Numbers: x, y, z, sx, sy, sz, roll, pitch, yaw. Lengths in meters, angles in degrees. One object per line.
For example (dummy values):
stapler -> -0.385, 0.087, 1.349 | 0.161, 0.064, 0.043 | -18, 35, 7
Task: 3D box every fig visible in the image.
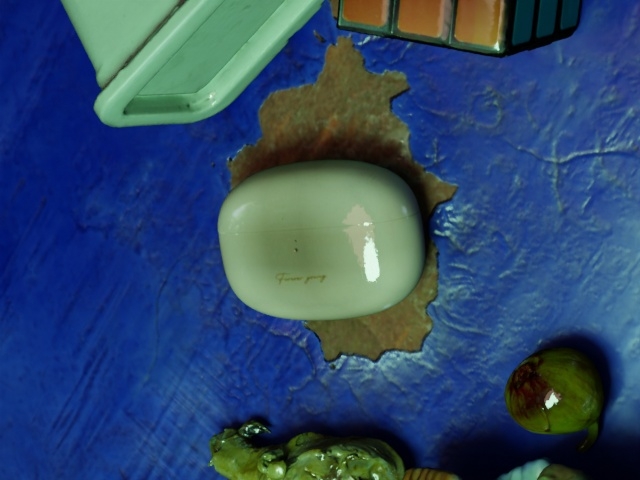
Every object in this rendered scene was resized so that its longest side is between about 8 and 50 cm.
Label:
fig -> 0.212, 0.137, 1.723 | 0.098, 0.082, 0.084 | 29, 104, -22

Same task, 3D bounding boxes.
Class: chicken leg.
chicken leg -> -0.026, 0.215, 1.855 | 0.228, 0.103, 0.088 | 7, 120, 32

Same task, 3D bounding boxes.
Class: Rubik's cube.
Rubik's cube -> 0.119, -0.247, 1.628 | 0.163, 0.162, 0.160 | 13, 108, 28

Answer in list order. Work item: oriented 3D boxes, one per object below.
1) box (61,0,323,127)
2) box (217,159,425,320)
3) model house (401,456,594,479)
box -> -0.101, -0.263, 1.752 | 0.312, 0.175, 0.182 | -42, 71, 32
box -> 0.000, 0.000, 1.796 | 0.200, 0.088, 0.146 | -3, 101, 30
model house -> 0.105, 0.311, 1.695 | 0.329, 0.252, 0.295 | 17, 83, 30
